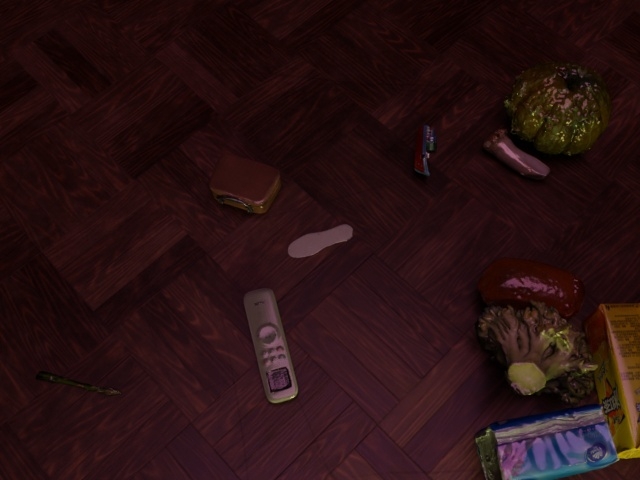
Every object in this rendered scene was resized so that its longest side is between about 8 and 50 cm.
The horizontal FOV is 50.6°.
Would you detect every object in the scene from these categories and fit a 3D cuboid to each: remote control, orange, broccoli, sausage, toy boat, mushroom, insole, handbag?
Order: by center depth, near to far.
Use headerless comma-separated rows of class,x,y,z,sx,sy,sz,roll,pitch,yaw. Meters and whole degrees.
broccoli,0.513,0.274,1.632,0.288,0.245,0.248,-1,97,20
sausage,0.545,0.130,1.762,0.267,0.153,0.141,13,55,8
remote control,-0.132,0.272,1.776,0.090,0.038,0.310,-13,66,-5
insole,0.000,0.000,1.919,0.197,0.004,0.065,-21,66,-8
handbag,-0.223,-0.161,1.965,0.193,0.072,0.151,21,67,9
orange,0.696,-0.401,1.975,0.301,0.223,0.300,36,65,17
mushroom,0.575,-0.247,1.986,0.209,0.071,0.084,40,65,16
toy boat,0.311,-0.263,2.000,0.058,0.069,0.173,3,60,12

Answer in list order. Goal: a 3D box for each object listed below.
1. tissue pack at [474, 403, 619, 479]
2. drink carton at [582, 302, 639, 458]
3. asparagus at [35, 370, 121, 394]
tissue pack,0.514,0.481,1.574,0.263,0.198,0.146,-10,68,-3
drink carton,0.749,0.341,1.657,0.111,0.155,0.352,-2,65,0
asparagus,-0.626,0.371,1.752,0.232,0.023,0.022,11,110,7
